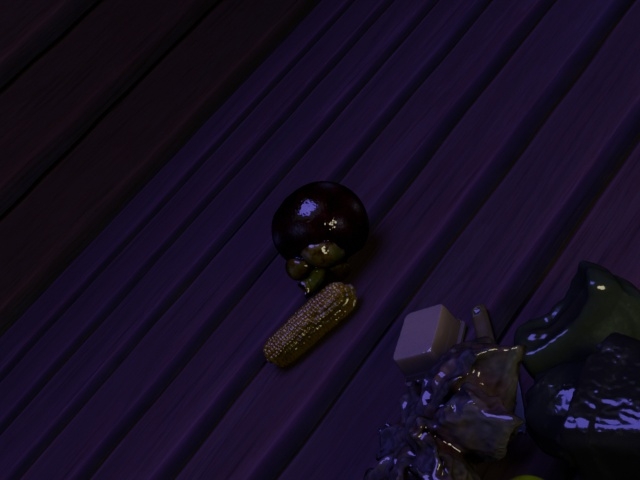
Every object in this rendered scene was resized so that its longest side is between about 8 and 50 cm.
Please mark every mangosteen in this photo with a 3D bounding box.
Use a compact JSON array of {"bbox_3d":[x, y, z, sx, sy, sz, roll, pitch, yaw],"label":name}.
[{"bbox_3d":[0.000,0.000,1.891,0.194,0.194,0.230,-20,58,33],"label":"mangosteen"}]

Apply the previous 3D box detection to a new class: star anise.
[{"bbox_3d":[0.151,0.250,1.259,0.331,0.117,0.331,-55,12,17],"label":"star anise"}]

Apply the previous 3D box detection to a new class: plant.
[{"bbox_3d":[0.349,0.202,1.132,0.256,0.142,0.164,-1,46,47],"label":"plant"}]

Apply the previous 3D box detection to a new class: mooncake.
[{"bbox_3d":[0.333,0.114,1.269,0.175,0.168,0.104,-20,28,3],"label":"mooncake"}]

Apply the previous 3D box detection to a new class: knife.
[{"bbox_3d":[0.257,0.177,1.432,0.047,0.017,0.298,-25,28,13],"label":"knife"}]

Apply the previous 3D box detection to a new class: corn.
[{"bbox_3d":[-0.018,0.148,1.780,0.207,0.068,0.068,-40,26,-4],"label":"corn"}]

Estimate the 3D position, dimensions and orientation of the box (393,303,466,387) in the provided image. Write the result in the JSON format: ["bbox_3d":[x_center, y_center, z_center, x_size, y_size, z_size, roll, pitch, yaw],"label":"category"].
[{"bbox_3d":[0.166,0.159,1.528,0.089,0.062,0.122,-19,31,34],"label":"box"}]

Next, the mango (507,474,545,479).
[{"bbox_3d":[0.213,0.342,1.137,0.163,0.089,0.117,-44,21,-11],"label":"mango"}]
